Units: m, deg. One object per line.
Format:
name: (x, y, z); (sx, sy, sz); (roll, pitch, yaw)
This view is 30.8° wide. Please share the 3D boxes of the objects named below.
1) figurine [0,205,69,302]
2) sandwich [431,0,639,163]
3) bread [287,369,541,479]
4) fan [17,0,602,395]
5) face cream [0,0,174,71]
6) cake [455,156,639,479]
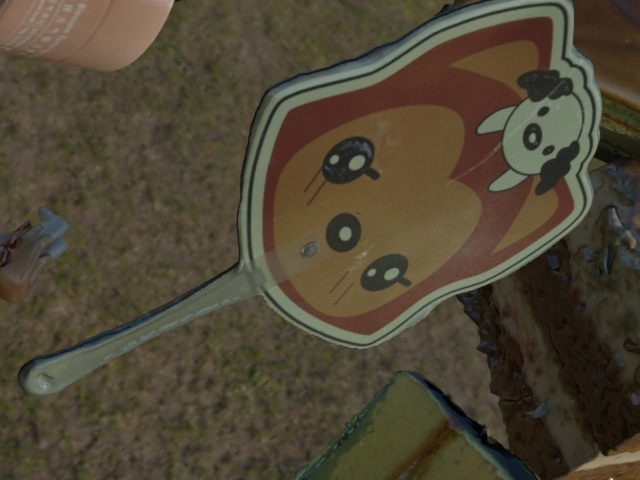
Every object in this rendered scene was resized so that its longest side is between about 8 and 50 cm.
figurine: (-0.329, -0.014, 1.017); (0.195, 0.111, 0.102); (26, 57, 2)
sandwich: (0.246, -0.162, 1.095); (0.198, 0.227, 0.155); (60, -9, 13)
bread: (0.105, 0.249, 0.863); (0.163, 0.167, 0.264); (40, -9, 49)
fan: (0.000, 0.000, 0.391); (0.009, 0.220, 0.132); (57, -9, 45)
face cream: (-0.166, -0.186, 0.720); (0.104, 0.149, 0.149); (6, 50, -42)
cake: (0.320, 0.076, 1.120); (0.282, 0.290, 0.255); (-4, 58, -27)
